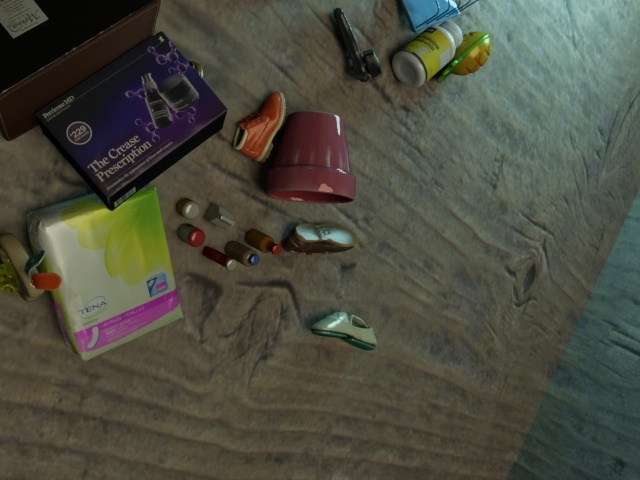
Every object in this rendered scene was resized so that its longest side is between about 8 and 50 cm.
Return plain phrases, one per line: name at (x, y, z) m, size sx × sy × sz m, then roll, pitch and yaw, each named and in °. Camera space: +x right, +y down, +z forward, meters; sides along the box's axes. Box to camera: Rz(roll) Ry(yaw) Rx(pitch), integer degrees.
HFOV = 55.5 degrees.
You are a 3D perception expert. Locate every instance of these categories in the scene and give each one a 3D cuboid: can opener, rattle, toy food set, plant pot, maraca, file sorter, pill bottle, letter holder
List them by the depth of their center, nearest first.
letter holder at (-0.432, -0.323, 0.980) m, size 0.302 × 0.214 × 0.152 m, roll -42°, pitch 96°, yaw -21°
rattle at (-0.522, 0.064, 0.985) m, size 0.142 × 0.199 × 0.130 m, roll -8°, pitch 110°, yaw -38°
toy food set at (-0.201, -0.004, 1.300) m, size 0.232 × 0.104 × 0.111 m, roll 32°, pitch 84°, yaw -42°
plant pot at (-0.016, -0.183, 1.350) m, size 0.201 × 0.201 × 0.180 m, roll 8°, pitch 85°, yaw -42°
can opener at (0.076, -0.452, 1.415) m, size 0.073 × 0.059 × 0.186 m, roll -30°, pitch 117°, yaw 3°
file sorter at (0.291, -0.605, 1.483) m, size 0.170 × 0.104 × 0.118 m, roll -29°, pitch 98°, yaw -29°
pill bottle at (0.275, -0.476, 1.540) m, size 0.184 × 0.103 × 0.103 m, roll -43°, pitch 128°, yaw -21°
maraca at (0.383, -0.488, 1.627) m, size 0.185 × 0.127 × 0.099 m, roll -41°, pitch 85°, yaw -12°

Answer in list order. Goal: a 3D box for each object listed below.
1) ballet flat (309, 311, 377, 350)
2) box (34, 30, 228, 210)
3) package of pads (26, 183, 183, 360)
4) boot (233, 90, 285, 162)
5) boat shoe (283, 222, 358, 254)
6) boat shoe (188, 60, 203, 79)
ballet flat at (0.065, 0.235, 1.642) m, size 0.248 × 0.086 × 0.086 m, roll 27°, pitch 87°, yaw -44°
box at (-0.323, -0.209, 1.062) m, size 0.261 × 0.103 × 0.184 m, roll -42°, pitch 91°, yaw -18°
package of pads at (-0.404, 0.056, 1.153) m, size 0.229 × 0.101 × 0.297 m, roll -23°, pitch 118°, yaw -34°
boot at (-0.131, -0.254, 1.306) m, size 0.084 × 0.059 × 0.158 m, roll 19°, pitch 94°, yaw -38°
boat shoe at (0.000, 0.000, 1.506) m, size 0.206 × 0.073 × 0.073 m, roll 6°, pitch 139°, yaw -38°
boat shoe at (-0.283, -0.267, 1.165) m, size 0.060 × 0.064 × 0.178 m, roll 28°, pitch 89°, yaw -45°
